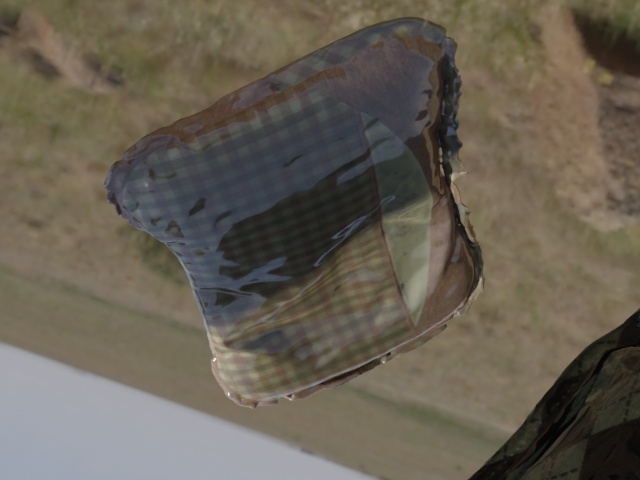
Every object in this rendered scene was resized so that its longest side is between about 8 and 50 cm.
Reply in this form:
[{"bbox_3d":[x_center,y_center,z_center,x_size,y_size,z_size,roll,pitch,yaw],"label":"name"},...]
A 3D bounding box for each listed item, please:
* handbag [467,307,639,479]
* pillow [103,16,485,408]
[{"bbox_3d":[0.210,0.286,0.708,0.416,0.316,0.180,52,161,-15],"label":"handbag"},{"bbox_3d":[0.003,-0.001,0.565,0.034,0.135,0.211,60,175,33],"label":"pillow"}]
